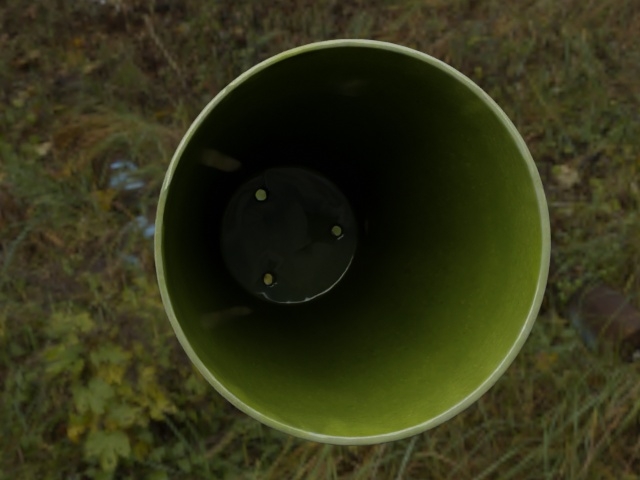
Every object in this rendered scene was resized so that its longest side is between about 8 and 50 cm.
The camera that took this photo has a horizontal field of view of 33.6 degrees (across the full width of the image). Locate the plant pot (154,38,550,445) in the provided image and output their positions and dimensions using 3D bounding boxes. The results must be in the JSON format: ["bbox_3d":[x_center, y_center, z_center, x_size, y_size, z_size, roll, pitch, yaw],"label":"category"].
[{"bbox_3d":[0.000,0.000,0.857,0.274,0.275,0.293,-12,3,-10],"label":"plant pot"}]
